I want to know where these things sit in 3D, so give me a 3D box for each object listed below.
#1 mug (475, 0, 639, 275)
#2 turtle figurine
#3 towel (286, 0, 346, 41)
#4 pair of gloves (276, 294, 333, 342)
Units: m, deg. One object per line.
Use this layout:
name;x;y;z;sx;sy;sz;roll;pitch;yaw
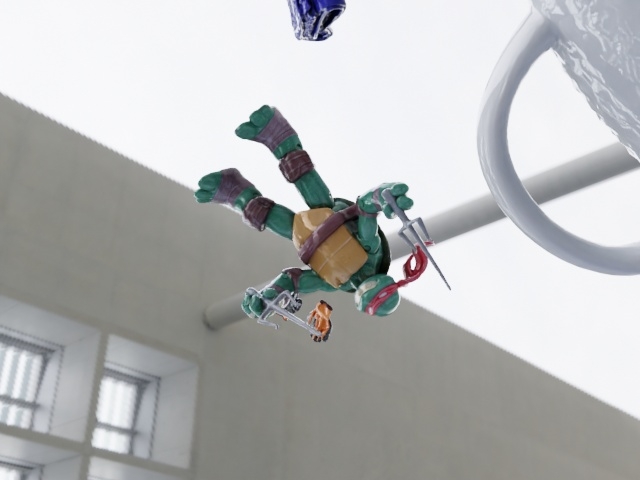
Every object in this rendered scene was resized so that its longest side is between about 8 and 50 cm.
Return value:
mug;0.282;-0.140;0.637;0.328;0.374;0.276;40;-169;-10
turtle figurine;0.000;0.000;0.761;0.234;0.175;0.118;46;-173;18
towel;-0.043;-0.438;1.209;0.227;0.076;0.308;-170;67;-84
pair of gloves;-0.019;0.083;1.032;0.083;0.074;0.010;36;-130;18
